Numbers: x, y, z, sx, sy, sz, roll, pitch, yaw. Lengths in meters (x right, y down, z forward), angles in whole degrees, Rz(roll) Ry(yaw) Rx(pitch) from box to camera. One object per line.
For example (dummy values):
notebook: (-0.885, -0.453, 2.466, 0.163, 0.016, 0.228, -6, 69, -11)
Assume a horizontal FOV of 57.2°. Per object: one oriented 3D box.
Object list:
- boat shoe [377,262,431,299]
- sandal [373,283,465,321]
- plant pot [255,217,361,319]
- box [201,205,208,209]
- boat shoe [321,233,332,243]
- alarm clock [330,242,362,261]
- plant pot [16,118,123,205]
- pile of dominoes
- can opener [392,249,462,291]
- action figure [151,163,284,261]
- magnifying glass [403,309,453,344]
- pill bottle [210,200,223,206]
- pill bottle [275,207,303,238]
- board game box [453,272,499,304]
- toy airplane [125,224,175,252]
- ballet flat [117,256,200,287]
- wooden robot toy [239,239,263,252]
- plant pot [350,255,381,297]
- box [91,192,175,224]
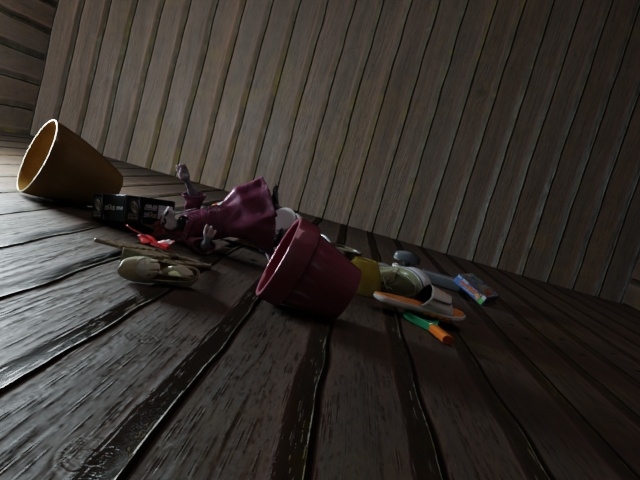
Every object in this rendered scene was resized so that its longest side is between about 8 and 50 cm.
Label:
boat shoe: (0.214, 0.129, 1.776, 0.094, 0.109, 0.302, -6, 8, -29)
sandal: (0.273, 0.153, 1.556, 0.265, 0.076, 0.102, 15, 6, -14)
plant pot: (-0.018, 0.077, 1.296, 0.180, 0.201, 0.201, 31, 4, -10)
box: (-0.373, -0.083, 2.273, 0.233, 0.044, 0.159, 13, 7, -19)
boat shoe: (0.000, 0.000, 2.364, 0.083, 0.065, 0.183, 7, 10, -45)
alarm clock: (0.101, 0.059, 2.141, 0.192, 0.064, 0.129, 14, 7, 0)
plant pot: (-0.751, -0.208, 1.805, 0.254, 0.237, 0.237, 27, -2, -41)
pile of dominoes: (-0.386, 0.046, 1.363, 0.196, 0.040, 0.251, 16, -1, 11)
can opener: (0.417, 0.115, 2.274, 0.284, 0.095, 0.076, 17, 8, 8)
action figure: (-0.297, -0.061, 1.692, 0.370, 0.248, 0.275, -9, -28, -2)
magnifying glass: (0.276, 0.213, 1.479, 0.092, 0.026, 0.231, 14, 8, -13)
pill bottle: (-0.264, -0.078, 1.889, 0.121, 0.121, 0.221, 9, -13, -43)
pill bottle: (-0.091, -0.025, 1.896, 0.112, 0.112, 0.186, 19, -20, 27)
board game box: (0.588, 0.180, 2.205, 0.136, 0.035, 0.201, 43, 18, 23)
toy airplane: (-0.427, 0.003, 1.507, 0.151, 0.028, 0.151, 18, -12, 4)
ballet flat: (-0.323, 0.058, 1.188, 0.168, 0.057, 0.052, 11, -27, -39)
wooden robot toy: (-0.229, -0.010, 1.944, 0.079, 0.076, 0.173, 3, 9, -12)
plant pot: (0.122, 0.101, 1.721, 0.134, 0.095, 0.134, 15, 7, -2)
box: (-0.540, -0.089, 1.702, 0.147, 0.077, 0.180, 5, 0, 34)
